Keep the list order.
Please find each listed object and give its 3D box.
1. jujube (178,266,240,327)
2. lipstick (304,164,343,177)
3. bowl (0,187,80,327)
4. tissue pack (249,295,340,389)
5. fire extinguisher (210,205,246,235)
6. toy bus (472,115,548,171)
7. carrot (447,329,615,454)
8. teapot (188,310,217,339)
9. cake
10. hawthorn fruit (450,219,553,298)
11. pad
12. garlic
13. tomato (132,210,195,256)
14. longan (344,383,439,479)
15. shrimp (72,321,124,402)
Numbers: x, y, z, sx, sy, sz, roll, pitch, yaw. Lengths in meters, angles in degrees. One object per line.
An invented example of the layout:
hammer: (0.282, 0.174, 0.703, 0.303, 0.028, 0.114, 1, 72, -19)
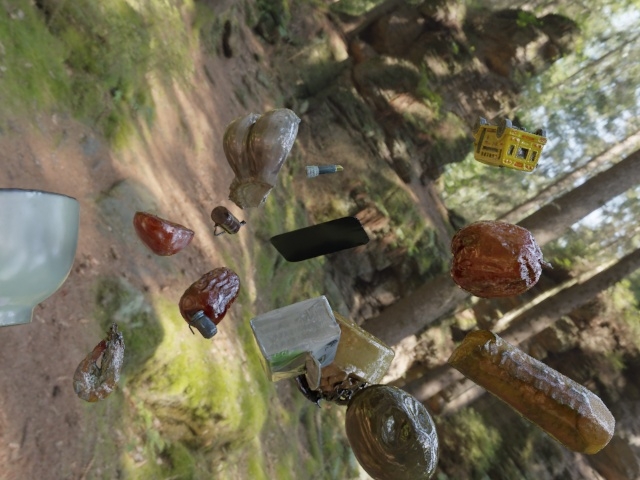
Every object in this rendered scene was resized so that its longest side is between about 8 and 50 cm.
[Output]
jujube: (-0.346, 0.180, 1.903, 0.155, 0.155, 0.230, 59, 38, -13)
lipstick: (0.012, -0.216, 1.815, 0.037, 0.116, 0.037, 170, -90, -79)
bowl: (-0.544, 0.047, 0.905, 0.354, 0.354, 0.185, 113, -31, -84)
tissue pack: (-0.043, 0.228, 1.210, 0.229, 0.159, 0.145, 96, -25, -65)
fire extinguisher: (-0.225, -0.039, 1.406, 0.045, 0.078, 0.157, 59, -1, 10)
toy bus: (0.596, -0.310, 1.931, 0.330, 0.144, 0.152, -109, -147, -77)
carrot: (0.390, 0.273, 1.097, 0.302, 0.114, 0.114, 34, -8, 7)
teapot: (-0.351, 0.258, 1.783, 0.083, 0.063, 0.049, 47, 34, 12)
cake: (0.066, 0.454, 2.161, 0.332, 0.321, 0.332, 34, -2, 1)
hawthorn fruit: (0.347, 0.034, 1.199, 0.173, 0.179, 0.173, 25, 52, -36)
pad: (0.000, 0.000, 1.733, 0.181, 0.267, 0.004, 54, 26, -57)
garlic: (-0.138, -0.228, 1.541, 0.237, 0.210, 0.291, 54, 46, -58)
tomato: (-0.394, -0.011, 1.462, 0.139, 0.091, 0.159, 21, -4, 29)
longan: (0.228, 0.624, 1.902, 0.350, 0.288, 0.288, 55, -5, 11)
shrimp: (-0.499, 0.279, 1.360, 0.101, 0.190, 0.042, 19, -2, -30)
